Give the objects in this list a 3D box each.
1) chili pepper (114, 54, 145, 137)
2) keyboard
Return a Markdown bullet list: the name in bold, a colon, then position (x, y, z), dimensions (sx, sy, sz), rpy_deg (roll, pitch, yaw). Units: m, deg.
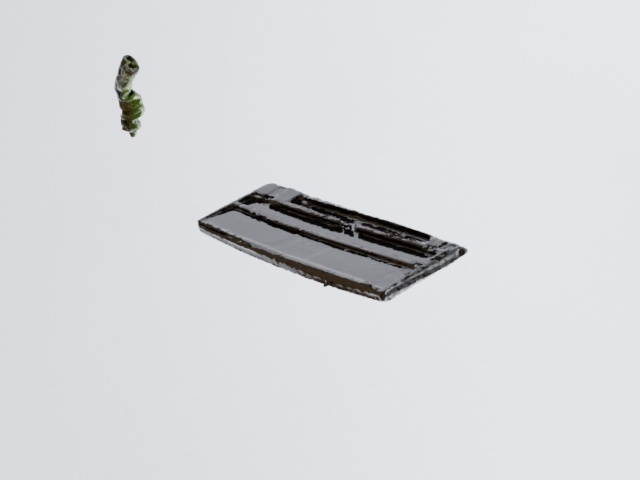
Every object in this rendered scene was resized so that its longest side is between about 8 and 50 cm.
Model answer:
- **chili pepper**: position (-0.154, -0.116, 1.359), dimensions (0.027, 0.022, 0.083), rpy_deg (22, -37, 15)
- **keyboard**: position (0.000, 0.000, 1.275), dimensions (0.250, 0.087, 0.017), rpy_deg (20, -47, 52)
